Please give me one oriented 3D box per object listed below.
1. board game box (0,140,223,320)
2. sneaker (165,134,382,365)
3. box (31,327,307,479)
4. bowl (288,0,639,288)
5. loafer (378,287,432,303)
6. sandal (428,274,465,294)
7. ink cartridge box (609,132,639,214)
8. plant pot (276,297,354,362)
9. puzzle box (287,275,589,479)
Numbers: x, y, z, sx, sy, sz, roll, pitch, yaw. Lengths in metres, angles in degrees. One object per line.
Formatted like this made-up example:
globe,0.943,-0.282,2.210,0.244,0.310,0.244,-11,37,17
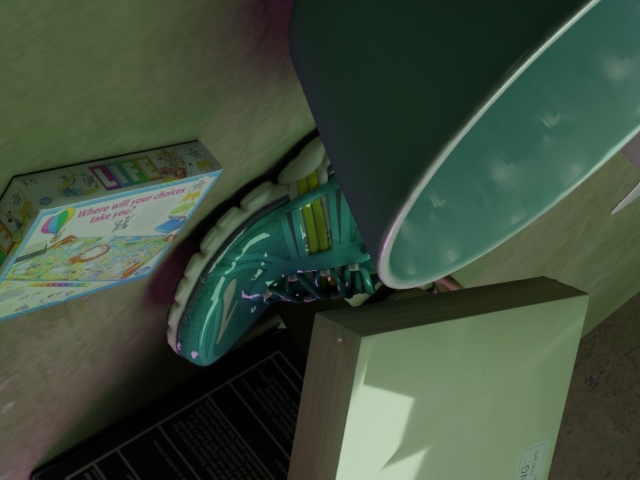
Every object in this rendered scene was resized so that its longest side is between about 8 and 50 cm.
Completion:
board game box,-0.137,-0.005,0.792,0.154,0.026,0.103,-17,152,-53
sneaker,0.000,0.000,0.966,0.275,0.110,0.107,-42,164,7
box,-0.076,0.291,1.230,0.294,0.296,0.182,-28,160,-34
bowl,0.104,-0.133,0.754,0.312,0.163,0.311,-36,163,-13
loafer,0.026,0.149,1.451,0.268,0.102,0.092,-49,163,-4
sandal,0.146,0.105,1.606,0.079,0.088,0.240,-45,169,-5
ink cartridge box,0.371,-0.198,1.262,0.207,0.119,0.353,-30,160,-35
plant pot,0.002,0.078,1.227,0.083,0.079,0.083,-38,164,-13
puzzle box,0.074,0.237,1.066,0.272,0.052,0.408,-6,113,-44
